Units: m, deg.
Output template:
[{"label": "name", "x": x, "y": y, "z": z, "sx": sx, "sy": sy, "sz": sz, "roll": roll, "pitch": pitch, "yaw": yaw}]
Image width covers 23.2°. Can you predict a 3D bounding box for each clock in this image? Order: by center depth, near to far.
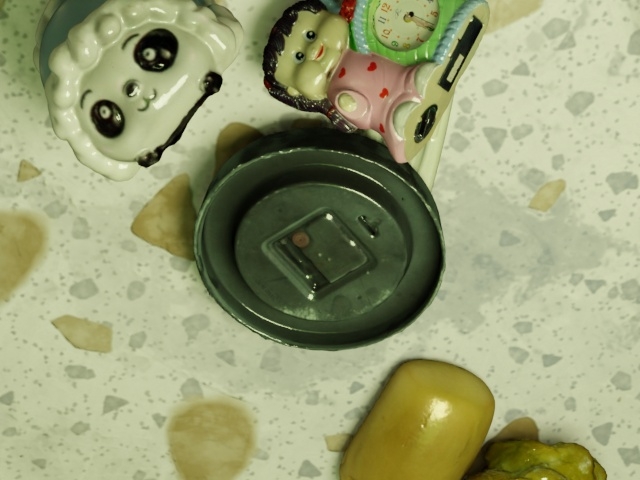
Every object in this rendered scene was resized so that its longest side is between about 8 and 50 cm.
[{"label": "clock", "x": 0.051, "y": -0.201, "z": 1.588, "sx": 0.195, "sy": 0.100, "sz": 0.194, "roll": 27, "pitch": 91, "yaw": 22}, {"label": "clock", "x": 0.000, "y": 0.000, "z": 1.718, "sx": 0.281, "sy": 0.055, "sz": 0.280, "roll": 3, "pitch": 126, "yaw": 4}]

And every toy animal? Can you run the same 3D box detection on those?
[{"label": "toy animal", "x": -0.197, "y": -0.180, "z": 1.548, "sx": 0.156, "sy": 0.204, "sz": 0.208, "roll": 36, "pitch": 102, "yaw": -25}]

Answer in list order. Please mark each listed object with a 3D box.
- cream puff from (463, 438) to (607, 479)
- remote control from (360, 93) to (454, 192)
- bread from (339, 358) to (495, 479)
[{"label": "cream puff", "x": 0.258, "y": 0.349, "z": 1.880, "sx": 0.196, "sy": 0.244, "sz": 0.244, "roll": 10, "pitch": 118, "yaw": 4}, {"label": "remote control", "x": 0.092, "y": -0.118, "z": 1.693, "sx": 0.090, "sy": 0.049, "sz": 0.230, "roll": 8, "pitch": 119, "yaw": -7}, {"label": "bread", "x": 0.119, "y": 0.250, "z": 1.874, "sx": 0.147, "sy": 0.098, "sz": 0.217, "roll": 16, "pitch": 117, "yaw": -17}]
